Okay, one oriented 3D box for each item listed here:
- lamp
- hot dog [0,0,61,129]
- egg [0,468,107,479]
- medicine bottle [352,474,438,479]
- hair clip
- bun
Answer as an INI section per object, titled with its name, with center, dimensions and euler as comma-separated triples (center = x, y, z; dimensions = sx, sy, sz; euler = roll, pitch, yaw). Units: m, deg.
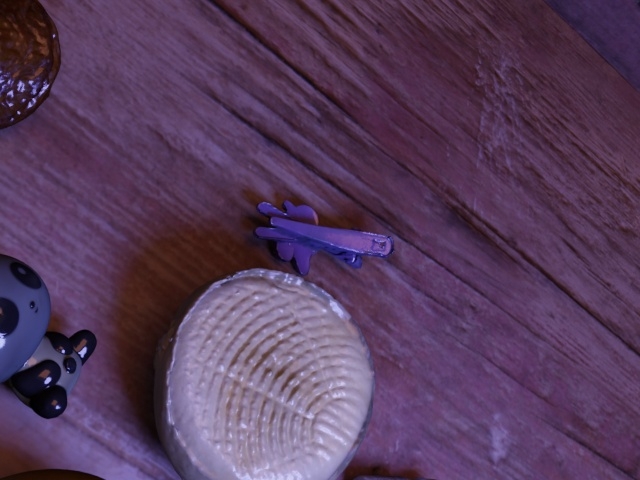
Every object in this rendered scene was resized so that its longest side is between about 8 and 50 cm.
[lamp]
center = -0.434, 0.129, 1.053
dimensions = 0.244, 0.197, 0.198
euler = 44, 52, -24
[hot dog]
center = -0.581, -0.297, 1.142
dimensions = 0.387, 0.174, 0.267
euler = 0, 73, -44
[egg]
center = -0.338, 0.416, 0.908
dimensions = 0.351, 0.282, 0.283
euler = 6, 63, -66
[medicine bottle]
center = 0.133, 0.459, 1.337
dimensions = 0.168, 0.105, 0.105
euler = 13, 64, -29
[hair clip]
center = -0.003, 0.003, 1.461
dimensions = 0.278, 0.090, 0.137
euler = 12, 77, -21
[bun]
center = -0.099, 0.234, 1.216
dimensions = 0.364, 0.202, 0.364
euler = 11, 66, -25
